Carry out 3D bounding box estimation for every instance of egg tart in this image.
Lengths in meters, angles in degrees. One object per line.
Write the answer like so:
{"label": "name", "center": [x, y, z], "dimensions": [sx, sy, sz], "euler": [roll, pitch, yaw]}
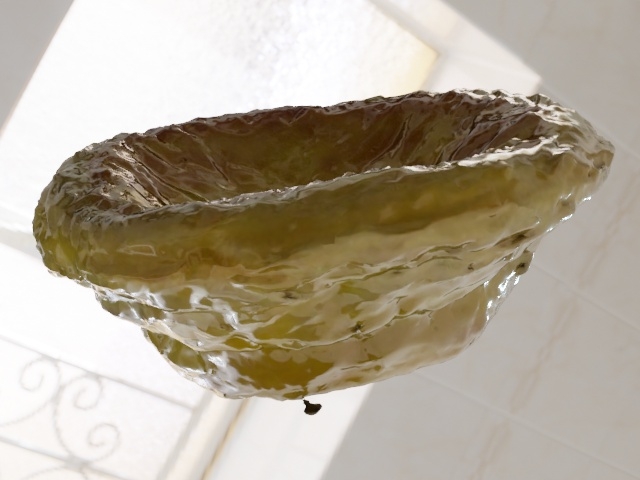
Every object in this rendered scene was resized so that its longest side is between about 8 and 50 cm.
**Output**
{"label": "egg tart", "center": [0.000, 0.000, 0.676], "dimensions": [0.319, 0.319, 0.128], "euler": [13, -63, 51]}
